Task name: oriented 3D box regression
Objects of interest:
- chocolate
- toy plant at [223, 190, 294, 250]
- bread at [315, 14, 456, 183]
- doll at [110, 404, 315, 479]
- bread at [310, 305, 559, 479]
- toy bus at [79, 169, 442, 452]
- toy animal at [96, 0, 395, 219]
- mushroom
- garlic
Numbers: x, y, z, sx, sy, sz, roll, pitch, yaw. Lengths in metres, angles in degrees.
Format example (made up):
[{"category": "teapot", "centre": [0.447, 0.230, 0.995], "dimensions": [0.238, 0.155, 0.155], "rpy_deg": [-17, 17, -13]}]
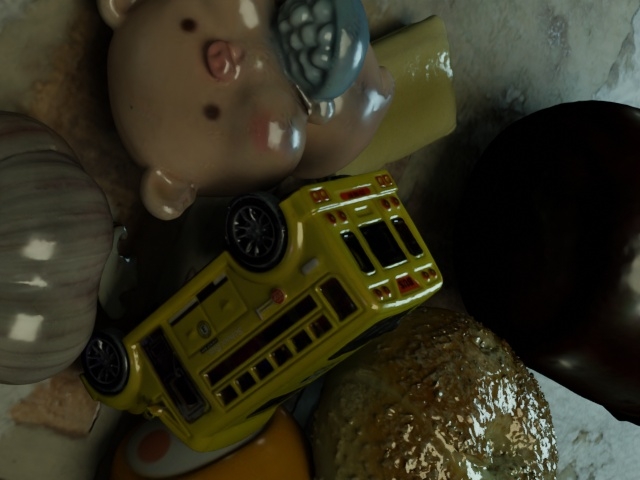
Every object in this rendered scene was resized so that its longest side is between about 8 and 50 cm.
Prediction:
[{"category": "chocolate", "centre": [0.330, 0.010, 1.275], "dimensions": [0.331, 0.384, 0.383], "rpy_deg": [18, 96, -46]}, {"category": "toy plant", "centre": [0.000, 0.000, 1.145], "dimensions": [0.200, 0.105, 0.143], "rpy_deg": [-7, 143, -44]}, {"category": "bread", "centre": [0.058, -0.141, 1.173], "dimensions": [0.178, 0.060, 0.139], "rpy_deg": [-28, 124, -30]}, {"category": "doll", "centre": [-0.084, 0.262, 1.097], "dimensions": [0.213, 0.236, 0.213], "rpy_deg": [-17, 122, -29]}, {"category": "bread", "centre": [0.128, 0.210, 1.147], "dimensions": [0.306, 0.159, 0.305], "rpy_deg": [8, 79, -44]}, {"category": "toy bus", "centre": [-0.061, 0.075, 0.987], "dimensions": [0.331, 0.151, 0.145], "rpy_deg": [-40, 167, 35]}, {"category": "toy animal", "centre": [-0.060, -0.140, 0.988], "dimensions": [0.221, 0.230, 0.210], "rpy_deg": [15, 56, -80]}, {"category": "mushroom", "centre": [-0.191, 0.030, 1.051], "dimensions": [0.049, 0.019, 0.101], "rpy_deg": [-14, 119, -37]}, {"category": "garlic", "centre": [-0.271, 0.028, 0.914], "dimensions": [0.207, 0.207, 0.256], "rpy_deg": [-34, 163, -27]}]
